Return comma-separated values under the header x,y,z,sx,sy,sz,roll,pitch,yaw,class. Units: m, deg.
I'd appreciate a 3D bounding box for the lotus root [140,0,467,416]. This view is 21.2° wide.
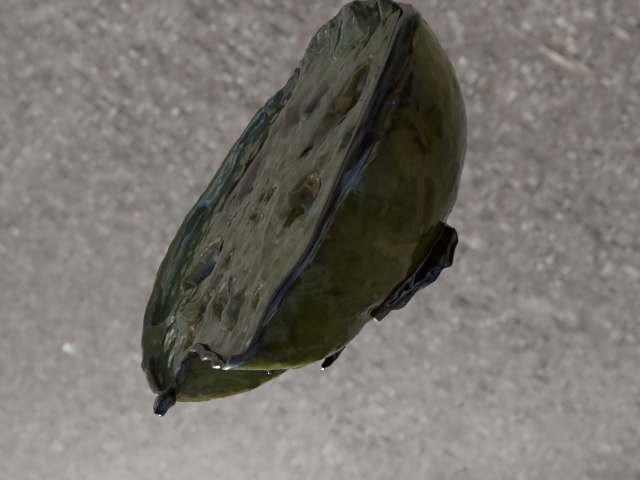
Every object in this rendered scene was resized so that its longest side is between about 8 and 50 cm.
x,y,z,sx,sy,sz,roll,pitch,yaw,class
0.002,-0.004,0.752,0.078,0.204,0.183,31,-176,-18,lotus root
